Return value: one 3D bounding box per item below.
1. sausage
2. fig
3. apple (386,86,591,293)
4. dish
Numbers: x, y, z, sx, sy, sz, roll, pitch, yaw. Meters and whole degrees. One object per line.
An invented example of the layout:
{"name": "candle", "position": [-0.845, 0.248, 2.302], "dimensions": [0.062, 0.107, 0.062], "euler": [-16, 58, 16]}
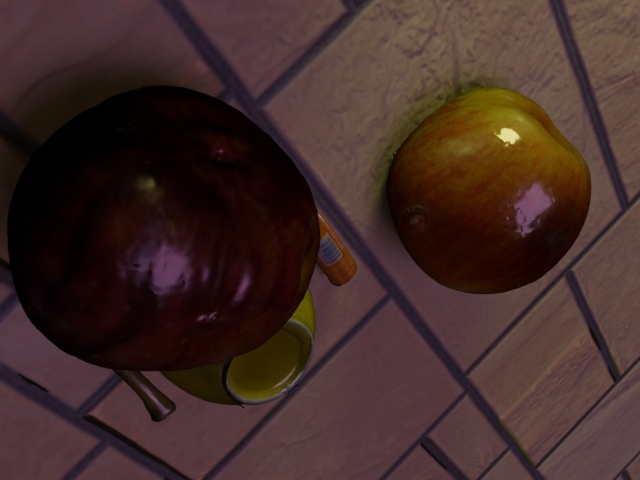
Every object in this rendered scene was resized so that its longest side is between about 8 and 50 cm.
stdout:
{"name": "sausage", "position": [0.000, 0.000, 0.806], "dimensions": [0.031, 0.031, 0.107], "euler": [-43, 137, -7]}
{"name": "fig", "position": [-0.129, 0.015, 0.627], "dimensions": [0.249, 0.186, 0.203], "euler": [-37, 164, 37]}
{"name": "apple", "position": [0.154, -0.036, 0.835], "dimensions": [0.195, 0.160, 0.173], "euler": [25, 123, -40]}
{"name": "dish", "position": [-0.063, 0.082, 0.778], "dimensions": [0.149, 0.080, 0.207], "euler": [-48, 139, -1]}
